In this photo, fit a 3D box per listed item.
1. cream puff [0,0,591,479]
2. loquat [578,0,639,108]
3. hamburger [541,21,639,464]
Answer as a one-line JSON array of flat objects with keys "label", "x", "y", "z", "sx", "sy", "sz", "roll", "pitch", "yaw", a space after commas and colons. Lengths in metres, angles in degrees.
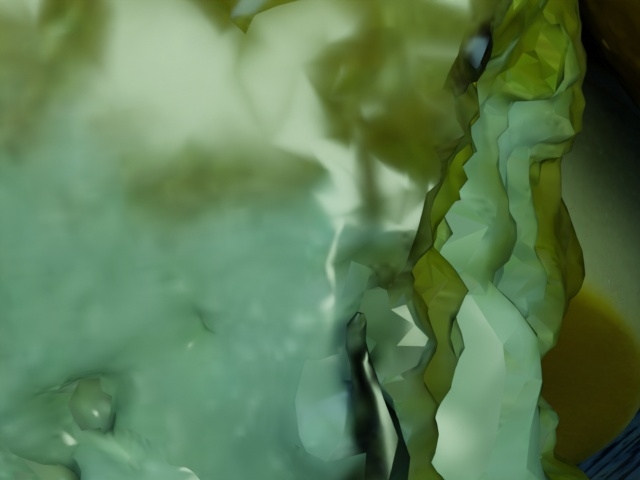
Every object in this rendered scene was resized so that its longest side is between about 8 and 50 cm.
[{"label": "cream puff", "x": -0.059, "y": 0.047, "z": 0.496, "sx": 0.274, "sy": 0.323, "sz": 0.270, "roll": -1, "pitch": 0, "yaw": -2}, {"label": "loquat", "x": 0.216, "y": -0.125, "z": 0.550, "sx": 0.328, "sy": 0.328, "sz": 0.328, "roll": -29, "pitch": 10, "yaw": 6}, {"label": "hamburger", "x": 0.000, "y": 0.000, "z": 0.769, "sx": 0.295, "sy": 0.227, "sz": 0.151, "roll": -11, "pitch": 48, "yaw": 26}]
